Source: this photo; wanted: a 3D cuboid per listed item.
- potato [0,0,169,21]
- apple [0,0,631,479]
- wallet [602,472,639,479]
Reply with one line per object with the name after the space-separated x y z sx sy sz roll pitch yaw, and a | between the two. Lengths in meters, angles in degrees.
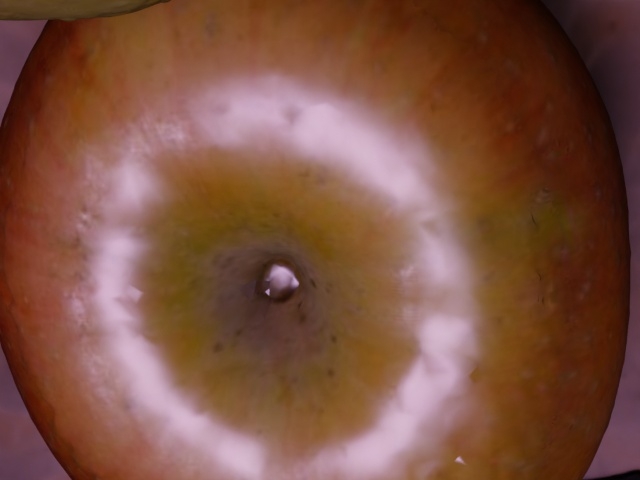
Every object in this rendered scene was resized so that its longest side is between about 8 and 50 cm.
-0.113 -0.156 0.387 0.248 0.143 0.169 36 108 0 | potato
0.000 0.000 0.510 0.210 0.173 0.235 13 107 7 | apple
0.025 0.171 0.604 0.285 0.146 0.030 -12 140 15 | wallet
